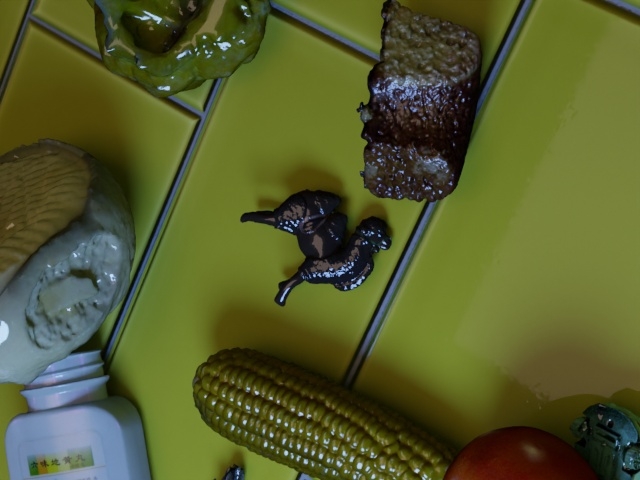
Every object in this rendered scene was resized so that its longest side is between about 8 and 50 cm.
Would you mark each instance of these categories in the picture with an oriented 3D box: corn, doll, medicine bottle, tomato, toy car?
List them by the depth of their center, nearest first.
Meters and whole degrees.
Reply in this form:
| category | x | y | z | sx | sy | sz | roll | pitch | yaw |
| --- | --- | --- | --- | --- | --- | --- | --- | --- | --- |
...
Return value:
| category | x | y | z | sx | sy | sz | roll | pitch | yaw |
| --- | --- | --- | --- | --- | --- | --- | --- | --- | --- |
| tomato | 0.209 | 0.285 | 1.234 | 0.195 | 0.136 | 0.195 | 21 | 115 | 54 |
| toy car | 0.302 | 0.259 | 1.265 | 0.093 | 0.058 | 0.186 | 26 | 118 | 48 |
| corn | 0.004 | 0.221 | 1.402 | 0.363 | 0.120 | 0.120 | 20 | 101 | 23 |
| doll | 0.000 | 0.000 | 1.431 | 0.165 | 0.057 | 0.139 | -23 | 79 | 19 |
| medicine bottle | -0.317 | 0.309 | 1.578 | 0.179 | 0.124 | 0.324 | -12 | 87 | 20 |

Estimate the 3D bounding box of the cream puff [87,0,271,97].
| category | x | y | z | sx | sy | sz | roll | pitch | yaw |
| --- | --- | --- | --- | --- | --- | --- | --- | --- | --- |
| cream puff | -0.186 | -0.311 | 1.449 | 0.282 | 0.185 | 0.281 | 0 | 90 | 32 |

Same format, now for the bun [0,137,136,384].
| category | x | y | z | sx | sy | sz | roll | pitch | yaw |
| --- | --- | --- | --- | --- | --- | --- | --- | --- | --- |
| bun | -0.392 | 0.050 | 1.523 | 0.364 | 0.364 | 0.202 | -2 | 134 | 29 |

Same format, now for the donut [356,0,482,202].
| category | x | y | z | sx | sy | sz | roll | pitch | yaw |
| --- | --- | --- | --- | --- | --- | --- | --- | --- | --- |
| donut | 0.113 | -0.152 | 1.335 | 0.126 | 0.144 | 0.186 | 12 | 67 | 22 |

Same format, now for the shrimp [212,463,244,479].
| category | x | y | z | sx | sy | sz | roll | pitch | yaw |
| --- | --- | --- | --- | --- | --- | --- | --- | --- | --- |
| shrimp | -0.101 | 0.395 | 1.503 | 0.152 | 0.046 | 0.219 | 18 | 104 | 28 |
